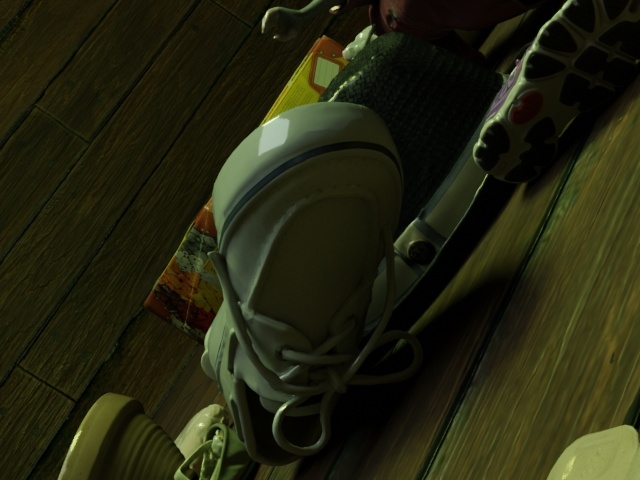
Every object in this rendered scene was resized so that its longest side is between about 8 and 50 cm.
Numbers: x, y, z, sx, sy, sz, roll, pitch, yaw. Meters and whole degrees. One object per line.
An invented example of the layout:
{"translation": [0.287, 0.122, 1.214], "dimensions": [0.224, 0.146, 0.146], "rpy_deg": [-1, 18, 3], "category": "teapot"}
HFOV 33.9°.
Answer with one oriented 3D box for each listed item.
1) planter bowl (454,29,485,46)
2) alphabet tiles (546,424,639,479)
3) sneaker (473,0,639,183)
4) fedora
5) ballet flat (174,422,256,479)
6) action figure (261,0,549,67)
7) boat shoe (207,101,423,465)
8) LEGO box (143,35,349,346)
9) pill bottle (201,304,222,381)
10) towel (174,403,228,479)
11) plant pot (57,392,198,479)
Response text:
{"translation": [0.175, -0.325, 1.444], "dimensions": [0.109, 0.162, 0.162], "rpy_deg": [-16, 32, 37], "category": "planter bowl"}
{"translation": [0.110, 0.088, 0.239], "dimensions": [0.278, 0.021, 0.284], "rpy_deg": [-59, 6, -26], "category": "alphabet tiles"}
{"translation": [0.154, -0.116, 0.704], "dimensions": [0.170, 0.068, 0.071], "rpy_deg": [-52, 21, 42], "category": "sneaker"}
{"translation": [0.051, -0.064, 0.920], "dimensions": [0.334, 0.152, 0.334], "rpy_deg": [-55, 5, 8], "category": "fedora"}
{"translation": [-0.115, 0.251, 0.987], "dimensions": [0.072, 0.068, 0.213], "rpy_deg": [-53, 7, 29], "category": "ballet flat"}
{"translation": [0.114, -0.292, 1.193], "dimensions": [0.275, 0.248, 0.370], "rpy_deg": [-57, 9, -14], "category": "action figure"}
{"translation": [-0.012, 0.069, 0.735], "dimensions": [0.367, 0.136, 0.156], "rpy_deg": [111, 147, -54], "category": "boat shoe"}
{"translation": [-0.087, -0.081, 1.964], "dimensions": [0.372, 0.193, 0.500], "rpy_deg": [-50, 9, 51], "category": "LEGO box"}
{"translation": [-0.121, 0.139, 1.570], "dimensions": [0.087, 0.087, 0.160], "rpy_deg": [-53, 7, 34], "category": "pill bottle"}
{"translation": [-0.249, 0.404, 1.353], "dimensions": [0.317, 0.053, 0.332], "rpy_deg": [-53, 6, 38], "category": "towel"}
{"translation": [-0.190, 0.280, 1.059], "dimensions": [0.237, 0.110, 0.237], "rpy_deg": [10, -90, -85], "category": "plant pot"}
